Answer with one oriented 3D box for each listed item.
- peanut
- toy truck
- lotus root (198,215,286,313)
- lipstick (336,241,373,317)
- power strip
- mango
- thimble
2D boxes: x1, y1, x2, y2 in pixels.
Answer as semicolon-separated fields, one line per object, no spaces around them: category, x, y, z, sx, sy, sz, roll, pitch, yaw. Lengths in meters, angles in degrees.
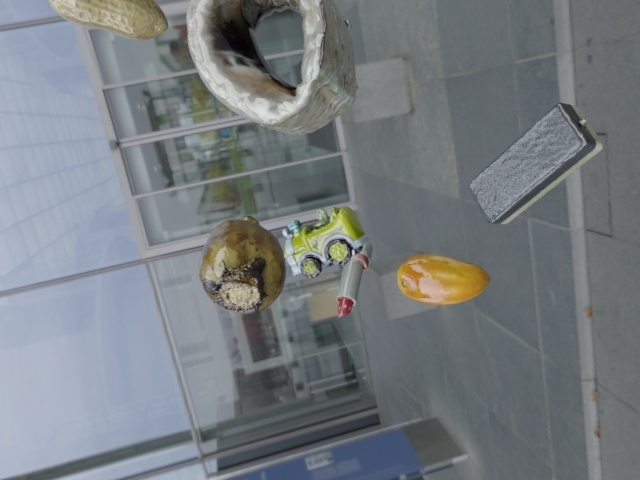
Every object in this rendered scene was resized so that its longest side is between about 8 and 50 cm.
peanut;-0.397;-0.438;1.000;0.098;0.214;0.090;28;107;61
toy truck;0.000;0.000;0.676;0.077;0.111;0.076;65;-160;-1
lotus root;-0.151;0.044;1.038;0.141;0.169;0.314;-55;17;22
lipstick;0.064;0.087;1.121;0.057;0.063;0.186;61;-143;-47
power strip;0.400;-0.140;0.994;0.257;0.070;0.105;-49;53;45
mango;0.120;0.037;0.515;0.060;0.089;0.046;-85;-8;-64
thimble;-0.031;-0.134;0.364;0.115;0.102;0.090;51;-167;7
